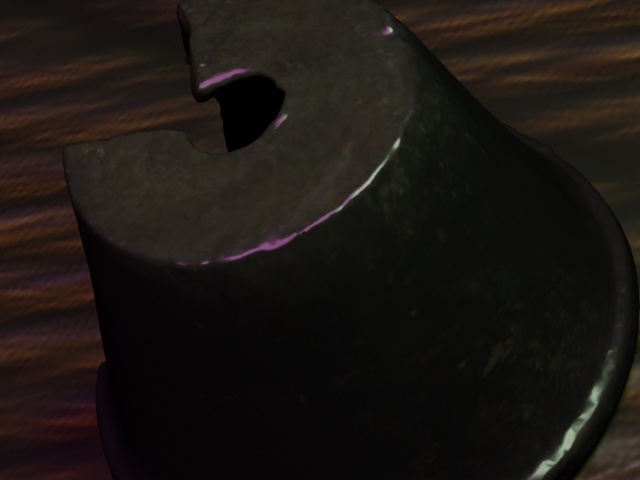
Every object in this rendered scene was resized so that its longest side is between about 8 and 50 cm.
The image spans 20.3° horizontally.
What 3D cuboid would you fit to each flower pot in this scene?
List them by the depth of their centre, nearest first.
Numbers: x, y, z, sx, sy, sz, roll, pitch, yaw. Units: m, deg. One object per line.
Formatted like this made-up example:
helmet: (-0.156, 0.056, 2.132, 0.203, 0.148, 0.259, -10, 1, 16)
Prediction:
flower pot: (0.000, 0.000, 1.099, 0.379, 0.251, 0.379, -11, 49, 13)
